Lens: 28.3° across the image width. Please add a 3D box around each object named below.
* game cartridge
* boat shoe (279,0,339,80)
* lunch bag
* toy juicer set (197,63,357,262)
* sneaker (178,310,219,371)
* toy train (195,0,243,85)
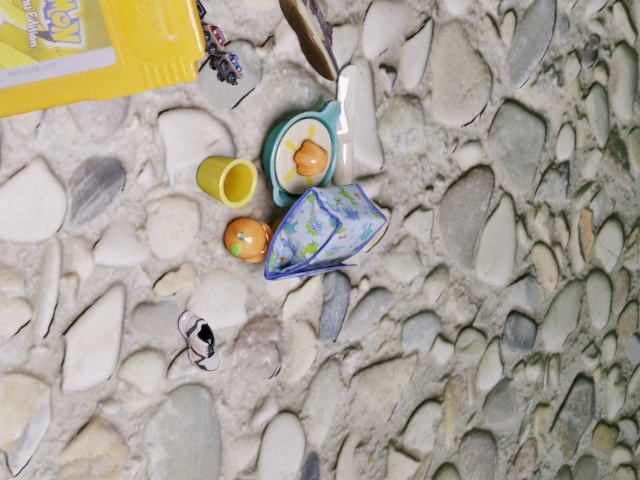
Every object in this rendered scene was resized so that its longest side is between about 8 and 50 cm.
[{"bbox_3d":[-0.303,-0.272,1.330,0.053,0.323,0.285,-91,169,-58],"label":"game cartridge"},{"bbox_3d":[-0.004,-0.293,1.793,0.049,0.056,0.152,-45,133,-19],"label":"boat shoe"},{"bbox_3d":[0.000,0.000,1.796,0.151,0.096,0.129,-48,157,27],"label":"lunch bag"},{"bbox_3d":[-0.019,-0.090,1.828,0.329,0.089,0.209,-38,129,-32],"label":"toy juicer set"},{"bbox_3d":[-0.166,0.149,1.796,0.040,0.043,0.109,-47,135,-27],"label":"sneaker"},{"bbox_3d":[-0.145,-0.267,1.675,0.036,0.027,0.158,-60,138,-28],"label":"toy train"}]
